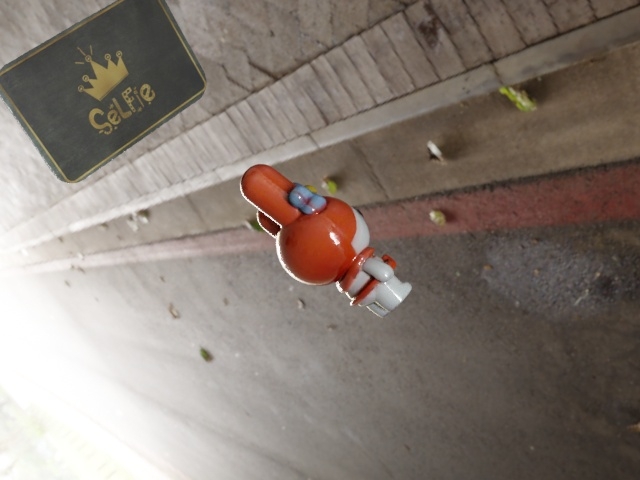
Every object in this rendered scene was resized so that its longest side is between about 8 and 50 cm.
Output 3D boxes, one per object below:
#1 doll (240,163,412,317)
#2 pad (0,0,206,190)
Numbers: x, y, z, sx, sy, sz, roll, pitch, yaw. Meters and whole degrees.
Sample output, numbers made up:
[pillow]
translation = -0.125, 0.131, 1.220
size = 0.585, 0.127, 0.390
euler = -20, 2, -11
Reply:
[doll]
translation = 0.000, 0.000, 1.089
size = 0.290, 0.130, 0.161
euler = 40, 160, 1
[pad]
translation = -0.369, -0.268, 1.413
size = 0.063, 0.375, 0.315
euler = 14, 139, 51
